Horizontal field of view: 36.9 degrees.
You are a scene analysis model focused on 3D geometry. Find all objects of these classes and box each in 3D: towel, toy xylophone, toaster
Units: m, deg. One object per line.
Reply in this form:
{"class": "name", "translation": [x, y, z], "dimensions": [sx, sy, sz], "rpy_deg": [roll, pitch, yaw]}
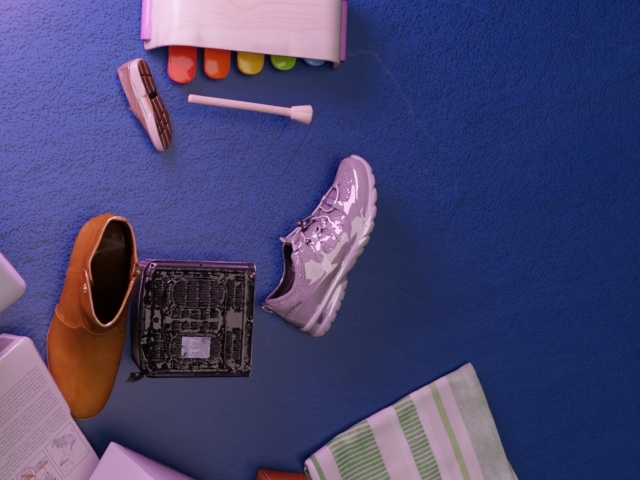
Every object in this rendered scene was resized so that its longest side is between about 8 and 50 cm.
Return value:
{"class": "towel", "translation": [0.152, 0.378, 1.539], "dimensions": [0.325, 0.038, 0.248], "rpy_deg": [-25, 99, -17]}
{"class": "toy xylophone", "translation": [-0.105, -0.297, 1.402], "dimensions": [0.323, 0.081, 0.236], "rpy_deg": [11, 88, -20]}
{"class": "toaster", "translation": [-0.190, 0.111, 1.370], "dimensions": [0.186, 0.110, 0.168], "rpy_deg": [2, 91, -20]}

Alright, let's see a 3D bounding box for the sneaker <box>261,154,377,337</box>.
{"class": "sneaker", "translation": [0.000, 0.000, 1.436], "dimensions": [0.115, 0.105, 0.281], "rpy_deg": [20, 86, -19]}

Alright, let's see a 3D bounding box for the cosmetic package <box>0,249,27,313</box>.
{"class": "cosmetic package", "translation": [-0.610, 0.024, 1.075], "dimensions": [0.394, 0.327, 0.329], "rpy_deg": [-40, 117, -14]}

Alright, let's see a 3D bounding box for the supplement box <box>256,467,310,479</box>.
{"class": "supplement box", "translation": [-0.073, 0.468, 1.441], "dimensions": [0.078, 0.080, 0.233], "rpy_deg": [11, 90, -17]}

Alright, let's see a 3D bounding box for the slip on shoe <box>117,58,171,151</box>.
{"class": "slip on shoe", "translation": [-0.253, -0.191, 1.377], "dimensions": [0.041, 0.051, 0.135], "rpy_deg": [-12, 108, 21]}

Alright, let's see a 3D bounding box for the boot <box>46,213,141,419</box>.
{"class": "boot", "translation": [-0.302, 0.110, 1.277], "dimensions": [0.104, 0.211, 0.295], "rpy_deg": [6, 90, -19]}

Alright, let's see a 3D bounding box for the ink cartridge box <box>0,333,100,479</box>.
{"class": "ink cartridge box", "translation": [-0.441, 0.313, 1.245], "dimensions": [0.296, 0.066, 0.261], "rpy_deg": [-47, 126, -41]}

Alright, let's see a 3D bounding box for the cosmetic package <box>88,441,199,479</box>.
{"class": "cosmetic package", "translation": [-0.235, 0.431, 1.312], "dimensions": [0.224, 0.138, 0.224], "rpy_deg": [38, 78, -42]}
